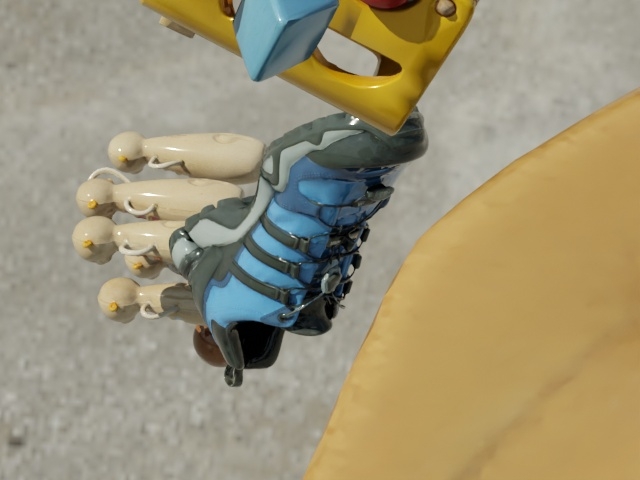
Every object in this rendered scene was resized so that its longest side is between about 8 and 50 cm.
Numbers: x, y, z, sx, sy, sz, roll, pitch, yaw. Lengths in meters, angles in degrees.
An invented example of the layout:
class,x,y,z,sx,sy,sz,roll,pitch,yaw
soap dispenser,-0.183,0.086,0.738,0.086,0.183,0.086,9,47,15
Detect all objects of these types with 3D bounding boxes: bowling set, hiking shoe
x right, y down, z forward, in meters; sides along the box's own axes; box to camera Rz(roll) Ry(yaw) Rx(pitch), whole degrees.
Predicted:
class,x,y,z,sx,sy,sz,roll,pitch,yaw
bowling set,-0.144,0.027,1.682,0.154,0.200,0.287,4,19,9
hiking shoe,0.000,0.000,1.390,0.113,0.304,0.132,-11,74,-34

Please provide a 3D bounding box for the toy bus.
class,x,y,z,sx,sy,sz,roll,pitch,yaw
toy bus,-0.028,-0.125,0.724,0.191,0.104,0.202,-8,56,-36

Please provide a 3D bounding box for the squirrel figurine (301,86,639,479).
class,x,y,z,sx,sy,sz,roll,pitch,yaw
squirrel figurine,0.196,0.091,0.520,0.281,0.370,0.397,-3,48,22
